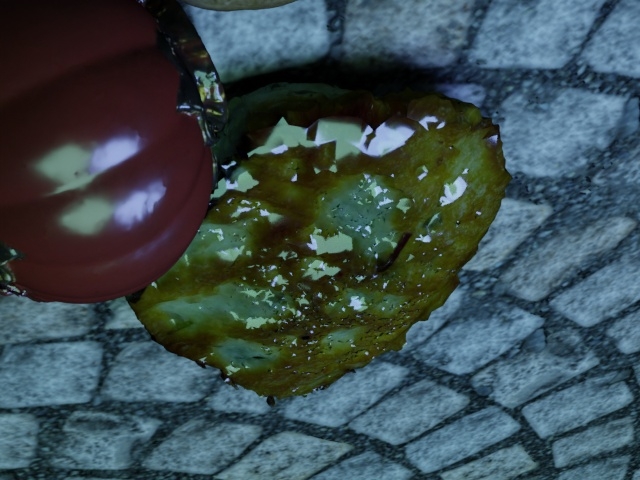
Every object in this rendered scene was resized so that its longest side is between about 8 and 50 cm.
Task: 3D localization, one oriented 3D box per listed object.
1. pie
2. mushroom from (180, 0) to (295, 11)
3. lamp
[{"bbox_3d":[0.000,0.000,1.038,0.288,0.103,0.354,12,132,-33],"label":"pie"},{"bbox_3d":[-0.022,-0.193,0.792,0.210,0.072,0.094,-13,154,-5],"label":"mushroom"},{"bbox_3d":[-0.166,-0.067,0.773,0.227,0.227,0.227,-11,145,-8],"label":"lamp"}]
